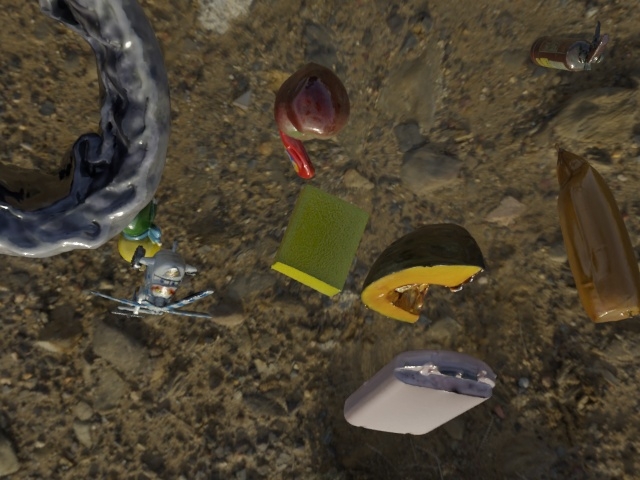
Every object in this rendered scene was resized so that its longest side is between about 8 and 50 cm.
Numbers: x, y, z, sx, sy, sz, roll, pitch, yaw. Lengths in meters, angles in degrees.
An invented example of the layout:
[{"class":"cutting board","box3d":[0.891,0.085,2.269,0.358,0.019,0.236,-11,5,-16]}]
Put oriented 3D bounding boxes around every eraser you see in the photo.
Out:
[{"class":"eraser","box3d":[0.000,0.000,0.758,0.097,0.045,0.122,25,69,-12]}]

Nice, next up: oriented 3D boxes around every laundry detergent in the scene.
[{"class":"laundry detergent","box3d":[-0.067,-0.241,1.463,0.049,0.097,0.165,-33,130,-6]}]

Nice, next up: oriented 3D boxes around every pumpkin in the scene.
[{"class":"pumpkin","box3d":[0.150,0.044,1.025,0.169,0.312,0.148,6,61,-11]}]

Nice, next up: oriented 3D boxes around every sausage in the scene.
[{"class":"sausage","box3d":[0.469,-0.022,0.977,0.112,0.112,0.328,-9,70,5]}]

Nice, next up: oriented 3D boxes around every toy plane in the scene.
[{"class":"toy plane","box3d":[-0.260,0.073,0.916,0.182,0.273,0.107,8,75,-8]}]

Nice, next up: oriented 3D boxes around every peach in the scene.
[{"class":"peach","box3d":[-0.019,-0.267,1.084,0.152,0.152,0.152,1,98,4]}]

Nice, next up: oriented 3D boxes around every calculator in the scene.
[{"class":"calculator","box3d":[0.090,0.151,0.542,0.100,0.032,0.175,13,144,-14]}]

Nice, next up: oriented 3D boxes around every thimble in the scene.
[{"class":"thimble","box3d":[-0.224,-0.116,0.441,0.217,0.157,0.245,5,111,-28]}]

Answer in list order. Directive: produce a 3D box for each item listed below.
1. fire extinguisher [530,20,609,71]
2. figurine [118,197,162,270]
[{"class":"fire extinguisher","box3d":[0.594,-0.460,1.348,0.075,0.252,0.106,-25,114,0]},{"class":"figurine","box3d":[-0.478,-0.046,1.485,0.127,0.234,0.185,-11,53,-3]}]
